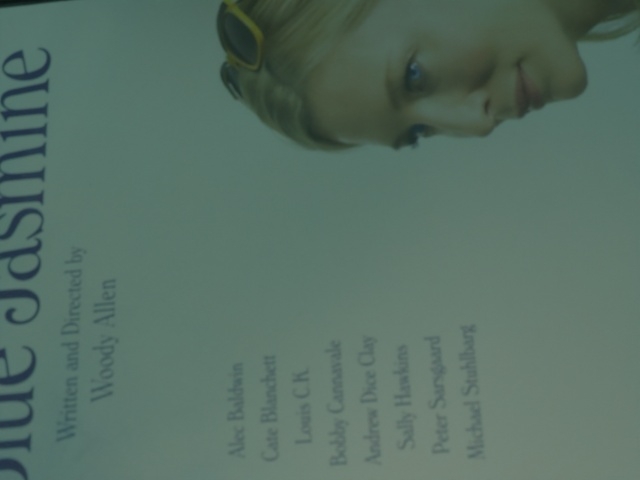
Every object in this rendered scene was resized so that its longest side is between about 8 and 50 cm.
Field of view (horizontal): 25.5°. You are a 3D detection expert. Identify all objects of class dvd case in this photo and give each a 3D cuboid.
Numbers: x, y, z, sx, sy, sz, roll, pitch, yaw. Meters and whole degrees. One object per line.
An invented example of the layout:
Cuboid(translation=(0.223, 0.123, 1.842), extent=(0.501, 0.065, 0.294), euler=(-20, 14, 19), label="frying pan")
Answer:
Cuboid(translation=(0.000, 0.000, 0.384), extent=(0.253, 0.022, 0.180), euler=(-6, 65, 5), label="dvd case")
